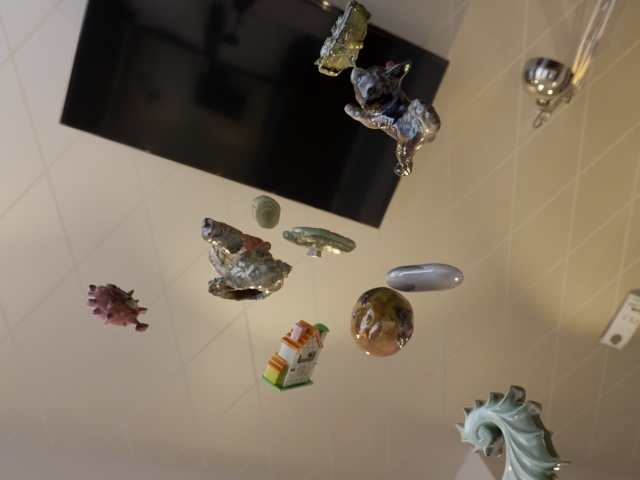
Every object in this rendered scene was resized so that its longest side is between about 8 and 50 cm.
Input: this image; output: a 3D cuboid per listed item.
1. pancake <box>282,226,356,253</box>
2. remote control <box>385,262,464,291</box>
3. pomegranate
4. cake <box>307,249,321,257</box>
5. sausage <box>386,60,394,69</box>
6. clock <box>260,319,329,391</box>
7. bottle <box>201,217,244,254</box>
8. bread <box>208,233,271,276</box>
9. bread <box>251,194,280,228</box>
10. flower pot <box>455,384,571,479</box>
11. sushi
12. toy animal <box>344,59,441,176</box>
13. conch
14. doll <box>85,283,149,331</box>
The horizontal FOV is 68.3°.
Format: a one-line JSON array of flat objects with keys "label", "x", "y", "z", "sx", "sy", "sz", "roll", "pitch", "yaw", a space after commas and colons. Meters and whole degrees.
[{"label": "pancake", "x": 0.000, "y": 0.000, "z": 1.527, "sx": 0.253, "sy": 0.037, "sz": 0.253, "roll": 9, "pitch": 169, "yaw": 2}, {"label": "remote control", "x": 0.440, "y": 0.162, "z": 2.012, "sx": 0.332, "sy": 0.104, "sz": 0.221, "roll": -8, "pitch": 153, "yaw": 24}, {"label": "pomegranate", "x": 0.278, "y": 0.370, "z": 2.154, "sx": 0.322, "sy": 0.322, "sz": 0.322, "roll": 20, "pitch": -164, "yaw": -6}, {"label": "cake", "x": -0.017, "y": 0.022, "z": 2.236, "sx": 0.065, "sy": 0.121, "sz": 0.052, "roll": 18, "pitch": -178, "yaw": 31}, {"label": "sausage", "x": 0.259, "y": -0.614, "z": 1.767, "sx": 0.034, "sy": 0.034, "sz": 0.253, "roll": 19, "pitch": -135, "yaw": -8}, {"label": "clock", "x": -0.087, "y": 0.443, "z": 1.859, "sx": 0.106, "sy": 0.255, "sz": 0.219, "roll": 24, "pitch": -173, "yaw": 35}, {"label": "bottle", "x": -0.331, "y": -0.016, "z": 1.559, "sx": 0.099, "sy": 0.099, "sz": 0.152, "roll": 35, "pitch": -179, "yaw": 39}, {"label": "bread", "x": -0.338, "y": 0.067, "z": 1.919, "sx": 0.244, "sy": 0.190, "sz": 0.123, "roll": 17, "pitch": -165, "yaw": 21}, {"label": "bread", "x": -0.261, "y": -0.138, "z": 2.272, "sx": 0.133, "sy": 0.148, "sz": 0.141, "roll": -9, "pitch": -165, "yaw": -14}, {"label": "flower pot", "x": 0.586, "y": 0.640, "z": 1.405, "sx": 0.164, "sy": 0.254, "sz": 0.368, "roll": 26, "pitch": -145, "yaw": -44}, {"label": "sushi", "x": 0.095, "y": -0.764, "z": 1.817, "sx": 0.139, "sy": 0.291, "sz": 0.131, "roll": 12, "pitch": -143, "yaw": -31}, {"label": "toy animal", "x": 0.219, "y": -0.400, "z": 1.404, "sx": 0.344, "sy": 0.194, "sz": 0.303, "roll": 48, "pitch": 174, "yaw": 9}, {"label": "conch", "x": -0.241, "y": 0.112, "z": 1.640, "sx": 0.291, "sy": 0.159, "sz": 0.210, "roll": -2, "pitch": 161, "yaw": -7}, {"label": "doll", "x": -0.742, "y": 0.246, "z": 1.728, "sx": 0.262, "sy": 0.093, "sz": 0.211, "roll": 39, "pitch": -161, "yaw": 6}]
